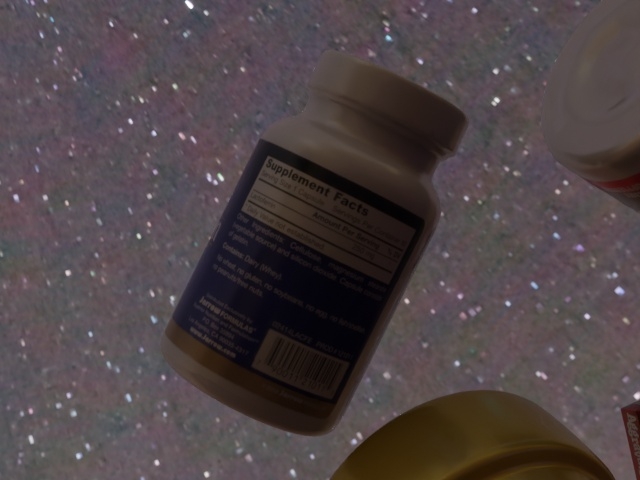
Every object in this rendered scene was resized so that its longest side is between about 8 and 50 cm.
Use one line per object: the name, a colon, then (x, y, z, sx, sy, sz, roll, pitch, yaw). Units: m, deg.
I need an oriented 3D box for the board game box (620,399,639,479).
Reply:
board game box: (0.443, 0.208, 1.062, 0.281, 0.027, 0.145, -15, -86, -30)

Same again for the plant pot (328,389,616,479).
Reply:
plant pot: (0.142, 0.273, 0.691, 0.254, 0.239, 0.254, -11, -62, -21)

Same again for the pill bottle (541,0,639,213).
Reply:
pill bottle: (0.348, -0.068, 0.786, 0.318, 0.176, 0.176, 26, -72, -24)

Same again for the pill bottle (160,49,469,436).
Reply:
pill bottle: (0.000, 0.000, 0.749, 0.153, 0.153, 0.265, 26, -89, -39)
